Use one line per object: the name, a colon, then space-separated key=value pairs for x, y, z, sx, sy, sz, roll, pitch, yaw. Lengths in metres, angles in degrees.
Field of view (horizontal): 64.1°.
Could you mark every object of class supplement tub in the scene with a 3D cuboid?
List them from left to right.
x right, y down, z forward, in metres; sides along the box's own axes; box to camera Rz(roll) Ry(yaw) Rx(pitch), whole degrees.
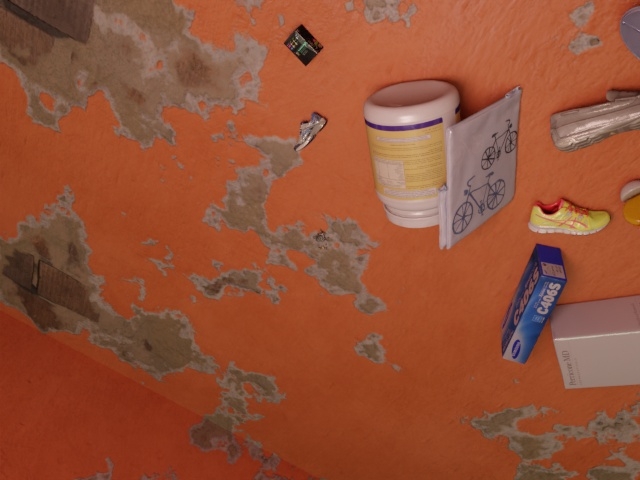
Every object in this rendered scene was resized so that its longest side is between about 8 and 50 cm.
supplement tub: x=0.251 y=-0.226 z=1.345 sx=0.241 sy=0.241 sz=0.331 roll=-1 pitch=123 yaw=18

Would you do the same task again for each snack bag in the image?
snack bag: x=0.407 y=-0.184 z=1.307 sx=0.037 sy=0.323 sz=0.343 roll=27 pitch=138 yaw=42

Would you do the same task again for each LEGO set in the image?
LEGO set: x=0.003 y=0.001 z=1.717 sx=0.054 sy=0.023 sz=0.083 roll=-14 pitch=119 yaw=25

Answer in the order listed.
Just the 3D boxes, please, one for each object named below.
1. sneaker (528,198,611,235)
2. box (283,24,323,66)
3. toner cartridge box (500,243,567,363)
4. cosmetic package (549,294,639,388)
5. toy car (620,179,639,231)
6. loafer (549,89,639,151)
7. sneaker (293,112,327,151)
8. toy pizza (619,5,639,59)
sneaker: x=0.689 y=-0.071 z=1.416 sx=0.208 sy=0.081 sz=0.094 roll=-2 pitch=121 yaw=19
box: x=-0.044 y=-0.514 z=1.347 sx=0.083 sy=0.062 sz=0.052 roll=43 pitch=126 yaw=-13
toner cartridge box: x=0.644 y=0.197 z=1.566 sx=0.075 sy=0.165 sz=0.348 roll=14 pitch=126 yaw=9
cosmetic package: x=0.955 y=0.300 z=1.542 sx=0.453 sy=0.161 sz=0.230 roll=-12 pitch=119 yaw=25
toy car: x=0.885 y=-0.091 z=1.316 sx=0.182 sy=0.159 sz=0.136 roll=-32 pitch=145 yaw=32
loafer: x=0.713 y=-0.312 z=1.214 sx=0.319 sy=0.112 sz=0.112 roll=-16 pitch=77 yaw=30
sneaker: x=-0.040 y=-0.320 z=1.497 sx=0.058 sy=0.052 sz=0.135 roll=44 pitch=118 yaw=-3
toy pizza: x=0.739 y=-0.433 z=1.093 sx=0.201 sy=0.201 sz=0.032 roll=40 pitch=94 yaw=-12
